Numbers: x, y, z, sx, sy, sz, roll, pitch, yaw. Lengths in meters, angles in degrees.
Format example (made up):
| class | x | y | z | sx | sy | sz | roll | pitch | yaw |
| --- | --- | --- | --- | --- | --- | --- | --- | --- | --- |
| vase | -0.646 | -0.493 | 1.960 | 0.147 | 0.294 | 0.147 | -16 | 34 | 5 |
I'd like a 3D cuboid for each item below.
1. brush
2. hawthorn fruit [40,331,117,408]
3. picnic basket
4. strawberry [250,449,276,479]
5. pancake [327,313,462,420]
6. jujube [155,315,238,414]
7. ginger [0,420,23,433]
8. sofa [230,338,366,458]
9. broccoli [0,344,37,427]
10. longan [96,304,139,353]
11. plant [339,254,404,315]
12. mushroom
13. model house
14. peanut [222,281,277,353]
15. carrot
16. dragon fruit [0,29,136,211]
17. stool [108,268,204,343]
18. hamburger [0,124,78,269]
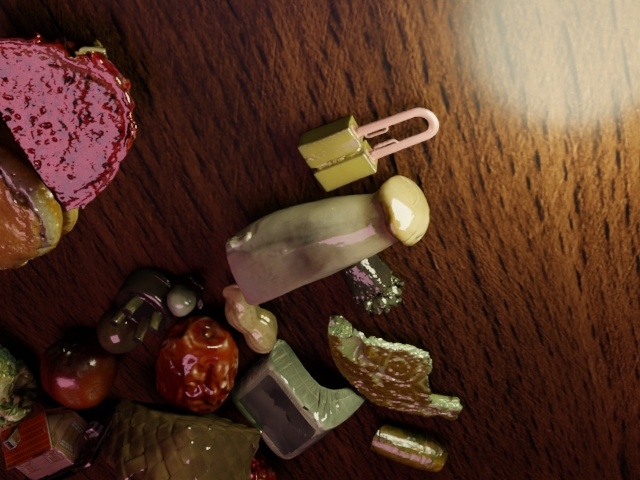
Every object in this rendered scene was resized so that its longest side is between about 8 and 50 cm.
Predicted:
| class | x | y | z | sx | sy | sz | roll | pitch | yaw |
| --- | --- | --- | --- | --- | --- | --- | --- | --- | --- |
| brush | 0.085 | -0.164 | 1.448 | 0.233 | 0.047 | 0.103 | -19 | 126 | 27 |
| hawthorn fruit | -0.532 | 0.299 | 1.962 | 0.169 | 0.169 | 0.188 | 1 | 132 | 13 |
| picnic basket | -0.317 | 0.523 | 1.898 | 0.337 | 0.337 | 0.293 | -31 | 148 | 35 |
| strawberry | -0.266 | 0.593 | 2.136 | 0.312 | 0.267 | 0.351 | -26 | 94 | 2 |
| pancake | 0.155 | 0.266 | 1.837 | 0.197 | 0.054 | 0.376 | -29 | 122 | 36 |
| jujube | -0.260 | 0.264 | 1.854 | 0.174 | 0.174 | 0.250 | 19 | 139 | -4 |
| ginger | -0.954 | 0.435 | 2.238 | 0.363 | 0.122 | 0.348 | 26 | 136 | -19 |
| sofa | -0.050 | 0.332 | 1.928 | 0.225 | 0.176 | 0.210 | 48 | 132 | 8 |
| broccoli | -0.800 | 0.334 | 1.996 | 0.288 | 0.246 | 0.248 | 13 | 141 | 1 |
| longan | -0.416 | 0.185 | 1.873 | 0.119 | 0.106 | 0.106 | -21 | 137 | -21 |
| plant | 0.096 | 0.077 | 1.647 | 0.094 | 0.092 | 0.143 | -23 | 118 | 21 |
| mushroom | -0.007 | -0.006 | 1.559 | 0.407 | 0.137 | 0.154 | -23 | 112 | 28 |
| model house | -0.641 | 0.456 | 2.109 | 0.293 | 0.207 | 0.154 | -27 | 116 | 33 |
| peanut | -0.142 | 0.155 | 1.785 | 0.082 | 0.082 | 0.187 | -16 | 126 | 26 |
| carrot | 0.201 | 0.467 | 1.994 | 0.173 | 0.082 | 0.082 | 22 | 134 | 2 |
| dragon fruit | -0.406 | -0.234 | 1.450 | 0.205 | 0.152 | 0.317 | -21 | 118 | 5 |
| stool | -0.329 | 0.129 | 1.779 | 0.217 | 0.121 | 0.125 | -5 | 128 | 25 |
| hamburger | -0.598 | -0.087 | 1.610 | 0.318 | 0.158 | 0.319 | 8 | 134 | 8 |
